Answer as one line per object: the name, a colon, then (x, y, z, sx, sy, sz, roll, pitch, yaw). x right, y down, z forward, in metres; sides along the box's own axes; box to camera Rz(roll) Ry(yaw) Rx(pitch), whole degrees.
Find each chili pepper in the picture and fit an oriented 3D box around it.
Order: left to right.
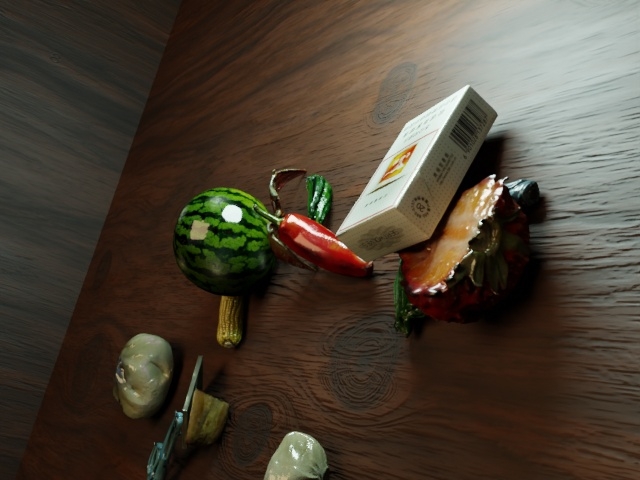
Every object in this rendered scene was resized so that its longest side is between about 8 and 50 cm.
chili pepper: (-0.007, -0.094, 1.901, 0.122, 0.065, 0.278, 114, 164, -45)
chili pepper: (0.006, 0.005, 1.725, 0.369, 0.137, 0.091, 24, 70, 36)
chili pepper: (0.178, 0.080, 1.482, 0.098, 0.061, 0.224, 135, 142, -52)

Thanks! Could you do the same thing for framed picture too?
framed picture: (-0.337, 0.425, 2.002, 0.203, 0.015, 0.150, -83, 0, -55)

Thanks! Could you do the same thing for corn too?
corn: (-0.244, 0.199, 2.079, 0.072, 0.072, 0.203, -37, 40, 41)

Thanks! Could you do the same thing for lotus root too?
lotus root: (-0.289, 0.458, 1.932, 0.159, 0.096, 0.135, 82, -162, -72)

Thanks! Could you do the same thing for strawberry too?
strawberry: (0.246, 0.045, 1.320, 0.280, 0.150, 0.253, -31, 27, 55)

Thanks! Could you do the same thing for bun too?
bun: (-0.558, 0.413, 2.346, 0.273, 0.168, 0.272, -39, 43, 50)
bun: (-0.040, 0.473, 1.504, 0.114, 0.166, 0.173, 9, 83, 16)

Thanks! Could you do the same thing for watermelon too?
watermelon: (-0.247, 0.002, 2.004, 0.285, 0.285, 0.285, -37, 41, 41)

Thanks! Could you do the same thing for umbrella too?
umbrella: (0.297, -0.075, 1.402, 0.250, 0.052, 0.053, -6, 65, 56)

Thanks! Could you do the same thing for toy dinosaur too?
toy dinosaur: (-0.075, -0.070, 1.957, 0.327, 0.113, 0.206, -89, -7, -68)

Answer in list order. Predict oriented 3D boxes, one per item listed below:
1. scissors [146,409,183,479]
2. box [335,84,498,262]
scissors: (-0.422, 0.579, 2.051, 0.180, 0.032, 0.392, -102, 29, -45)
box: (0.185, -0.125, 1.452, 0.210, 0.095, 0.330, -26, 28, 58)
